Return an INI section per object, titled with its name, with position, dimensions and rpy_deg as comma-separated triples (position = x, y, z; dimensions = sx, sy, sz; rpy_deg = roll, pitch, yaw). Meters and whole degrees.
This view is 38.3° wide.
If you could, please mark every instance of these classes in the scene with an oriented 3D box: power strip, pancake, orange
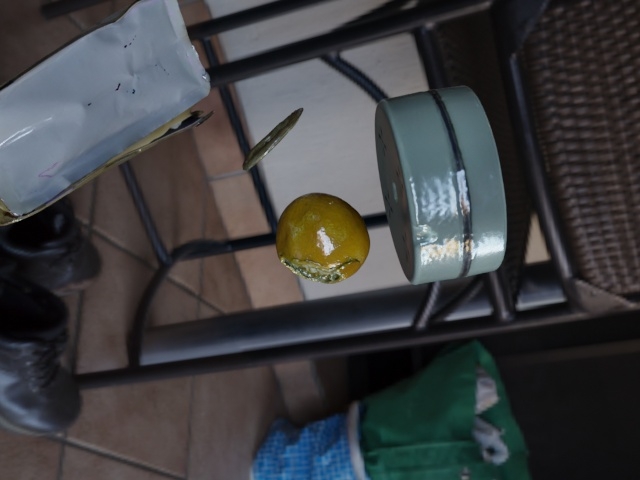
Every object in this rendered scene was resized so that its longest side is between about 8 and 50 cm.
[power strip]
position = 0.204, -0.104, 1.623
dimensions = 0.357, 0.161, 0.357
rpy_deg = 169, -90, -87
[pancake]
position = -0.060, -0.129, 1.168
dimensions = 0.011, 0.115, 0.115
rpy_deg = 46, 31, -13
[orange]
position = 0.000, 0.000, 1.443
dimensions = 0.134, 0.155, 0.154
rpy_deg = -49, 136, -19

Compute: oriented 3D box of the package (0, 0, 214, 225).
[package]
position = -0.288, -0.143, 1.091
dimensions = 0.311, 0.221, 0.165
rpy_deg = -41, 108, -33
